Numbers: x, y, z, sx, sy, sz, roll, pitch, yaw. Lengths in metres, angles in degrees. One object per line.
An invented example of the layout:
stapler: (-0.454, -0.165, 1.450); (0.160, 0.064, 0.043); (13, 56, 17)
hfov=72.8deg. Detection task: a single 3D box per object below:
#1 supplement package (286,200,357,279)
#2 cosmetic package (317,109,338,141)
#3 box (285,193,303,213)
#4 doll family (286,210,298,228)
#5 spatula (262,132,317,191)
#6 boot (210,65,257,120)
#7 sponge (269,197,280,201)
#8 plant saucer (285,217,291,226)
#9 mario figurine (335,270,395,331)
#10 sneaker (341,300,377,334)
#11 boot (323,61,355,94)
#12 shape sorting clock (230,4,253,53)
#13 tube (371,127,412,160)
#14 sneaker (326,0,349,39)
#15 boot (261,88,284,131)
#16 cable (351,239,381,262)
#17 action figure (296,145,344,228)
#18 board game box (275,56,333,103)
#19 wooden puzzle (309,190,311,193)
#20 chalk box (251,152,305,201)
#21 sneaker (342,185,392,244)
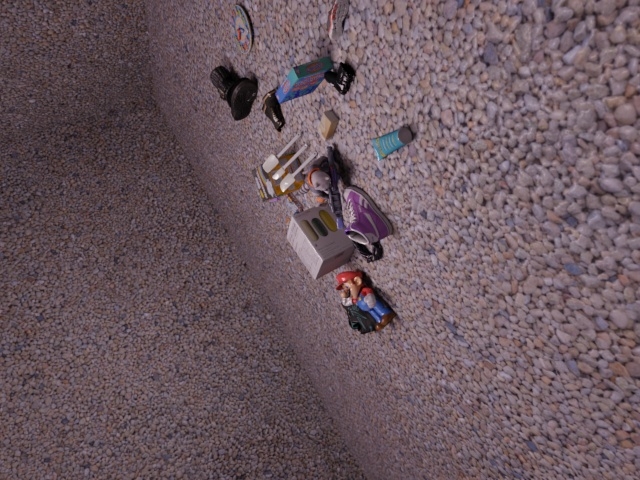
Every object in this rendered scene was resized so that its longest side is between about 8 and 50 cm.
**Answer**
supplement package: (0.000, 0.000, 2.038); (0.263, 0.199, 0.198); (55, 154, 20)
cosmetic package: (0.029, -0.455, 1.724); (0.060, 0.041, 0.115); (56, 155, 18)
box: (-0.143, -0.191, 2.347); (0.137, 0.027, 0.094); (51, 154, 27)
doll family: (-0.102, -0.015, 2.307); (0.163, 0.118, 0.263); (33, 144, 24)
spatula: (-0.140, -0.362, 1.972); (0.242, 0.019, 0.168); (-43, 77, 20)
boot: (-0.458, -0.806, 2.246); (0.260, 0.131, 0.348); (62, 156, 3)
sponge: (-0.301, -0.329, 2.524); (0.117, 0.031, 0.210); (6, 119, 62)
plant saucer: (-0.180, -0.093, 2.535); (0.083, 0.013, 0.084); (45, 149, 37)
mario figurine: (0.177, 0.280, 1.988); (0.320, 0.170, 0.198); (46, 117, 19)
sneaker: (0.175, 0.374, 2.177); (0.267, 0.106, 0.101); (35, 145, 49)
boot: (0.066, -0.581, 1.522); (0.121, 0.045, 0.099); (50, 155, 13)
shape sorting clock: (-0.370, -0.975, 2.012); (0.206, 0.040, 0.206); (45, 150, 36)
tube: (0.230, -0.325, 1.452); (0.207, 0.052, 0.080); (174, 81, -71)
sneaker: (0.044, -0.732, 1.404); (0.065, 0.061, 0.158); (61, 156, 22)
boot: (-0.207, -0.606, 2.029); (0.137, 0.076, 0.198); (58, 169, 2)
cable: (0.190, 0.008, 1.853); (0.185, 0.047, 0.150); (64, 156, 1)
action figure: (-0.005, -0.204, 1.837); (0.330, 0.178, 0.342); (142, 119, -83)
board game box: (-0.064, -0.598, 1.627); (0.047, 0.160, 0.210); (64, 157, -2)
wooden puzzle: (-0.047, -0.261, 2.106); (0.116, 0.014, 0.079); (17, 125, 58)
chalk box: (-0.221, -0.310, 2.195); (0.289, 0.179, 0.181); (-2, 109, 65)
sneaker: (0.138, -0.099, 1.715); (0.282, 0.160, 0.102); (49, 154, 32)
